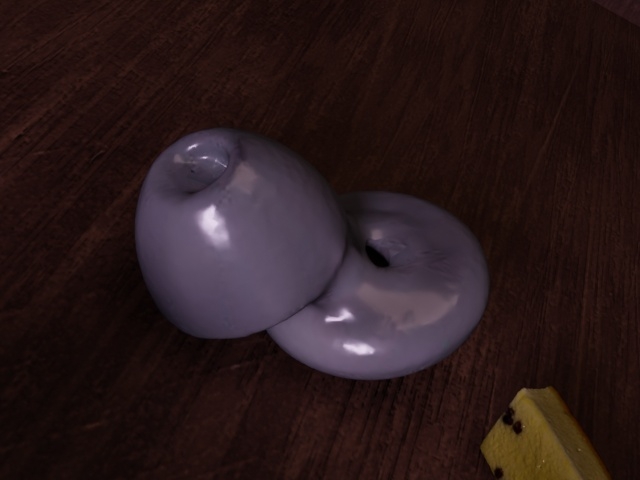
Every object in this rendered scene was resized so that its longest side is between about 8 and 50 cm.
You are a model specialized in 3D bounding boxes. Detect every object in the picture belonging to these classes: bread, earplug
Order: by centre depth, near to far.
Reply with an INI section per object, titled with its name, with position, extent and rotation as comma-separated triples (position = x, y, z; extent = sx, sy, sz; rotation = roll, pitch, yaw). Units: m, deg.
[bread]
position = 0.212, 0.232, 0.952
extent = 0.049, 0.088, 0.226
rotation = 7, 38, -33
[earplug]
position = -0.005, 0.009, 1.002
extent = 0.325, 0.175, 0.214
rotation = 14, 38, -23
